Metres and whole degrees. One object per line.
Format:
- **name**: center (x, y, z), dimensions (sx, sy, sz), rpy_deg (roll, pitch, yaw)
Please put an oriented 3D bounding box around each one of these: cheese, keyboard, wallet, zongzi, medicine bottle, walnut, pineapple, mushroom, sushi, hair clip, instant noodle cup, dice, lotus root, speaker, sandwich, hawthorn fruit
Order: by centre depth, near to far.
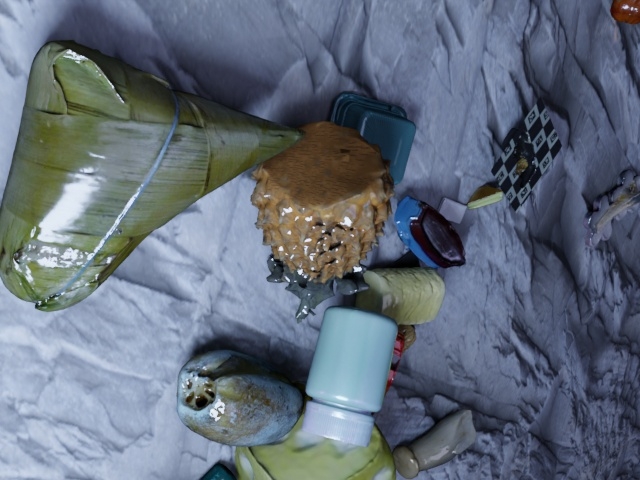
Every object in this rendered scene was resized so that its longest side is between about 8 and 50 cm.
- **zongzi**: center (-0.213, -0.054, 0.807), dimensions (0.360, 0.160, 0.323), rpy_deg (10, 109, -35)
- **pineapple**: center (0.001, -0.001, 1.002), dimensions (0.223, 0.223, 0.357), rpy_deg (-28, 144, -25)
- **lotus root**: center (-0.119, 0.283, 1.066), dimensions (0.140, 0.158, 0.322), rpy_deg (-56, 143, 2)
- **instant noodle cup**: center (0.090, -0.165, 1.068), dimensions (0.179, 0.070, 0.157), rpy_deg (4, 107, -39)
- **medicine bottle**: center (0.051, 0.236, 1.087), dimensions (0.139, 0.139, 0.225), rpy_deg (28, 71, -43)
- **speaker**: center (-0.197, 0.469, 1.169), dimensions (0.075, 0.060, 0.094), rpy_deg (-43, 167, -14)
- **dice**: center (-0.011, 0.452, 1.179), dimensions (0.238, 0.233, 0.227), rpy_deg (-21, 124, -29)
- **cheese**: center (0.161, 0.114, 1.232), dimensions (0.167, 0.094, 0.123), rpy_deg (1, 106, -31)
- **walnut**: center (0.157, 0.202, 1.299), dimensions (0.096, 0.082, 0.079), rpy_deg (-25, 97, -26)
- **wallet**: center (0.281, -0.063, 1.309), dimensions (0.083, 0.011, 0.044), rpy_deg (15, 101, -43)
- **keyboard**: center (0.194, 0.108, 1.323), dimensions (0.074, 0.015, 0.196), rpy_deg (-31, 127, -18)
- **sandwich**: center (0.358, -0.098, 1.335), dimensions (0.031, 0.083, 0.044), rpy_deg (53, 31, -36)
- **sushi**: center (0.435, -0.189, 1.342), dimensions (0.192, 0.050, 0.215), rpy_deg (-56, 141, -2)
- **hawthorn fruit**: center (0.692, -0.528, 1.359), dimensions (0.093, 0.093, 0.093), rpy_deg (-18, 121, -31)
- **mushroom**: center (0.296, 0.522, 1.557), dimensions (0.247, 0.096, 0.108), rpy_deg (-21, 149, -26)
- **hair clip**: center (0.813, -0.088, 1.687), dimensions (0.257, 0.075, 0.146), rpy_deg (-38, 128, -10)

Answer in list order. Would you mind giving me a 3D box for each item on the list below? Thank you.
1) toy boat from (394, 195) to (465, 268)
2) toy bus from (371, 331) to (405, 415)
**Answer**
- **toy boat**: center (0.210, -0.006, 1.224), dimensions (0.223, 0.097, 0.100), rpy_deg (40, 70, -42)
- **toy bus**: center (0.106, 0.264, 1.237), dimensions (0.081, 0.089, 0.195), rpy_deg (16, 125, -9)
